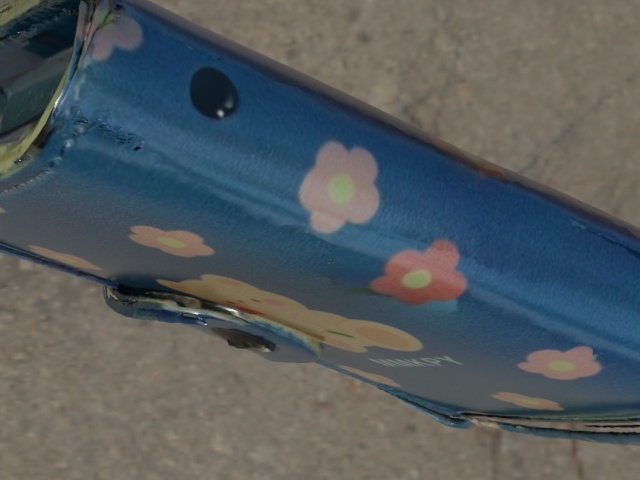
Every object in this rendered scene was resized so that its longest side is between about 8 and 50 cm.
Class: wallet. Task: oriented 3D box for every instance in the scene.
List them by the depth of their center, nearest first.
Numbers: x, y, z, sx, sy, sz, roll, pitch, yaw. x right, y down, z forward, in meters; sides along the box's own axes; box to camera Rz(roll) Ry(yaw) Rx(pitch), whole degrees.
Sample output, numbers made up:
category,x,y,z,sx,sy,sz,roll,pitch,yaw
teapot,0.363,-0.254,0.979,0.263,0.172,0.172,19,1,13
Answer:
category,x,y,z,sx,sy,sz,roll,pitch,yaw
wallet,0.000,0.001,0.441,0.202,0.141,0.059,21,78,-27
